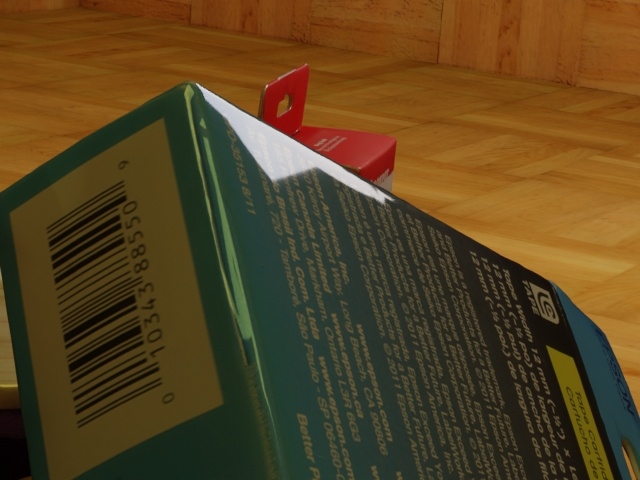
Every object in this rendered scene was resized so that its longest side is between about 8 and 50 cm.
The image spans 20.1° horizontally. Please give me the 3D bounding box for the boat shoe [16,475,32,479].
[{"bbox_3d":[-0.120,0.154,0.832,0.342,0.123,0.123,5,14,-1],"label":"boat shoe"}]

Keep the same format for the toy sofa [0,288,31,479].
[{"bbox_3d":[-0.031,0.114,0.973,0.362,0.150,0.177,2,19,-12],"label":"toy sofa"}]

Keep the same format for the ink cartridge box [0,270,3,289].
[{"bbox_3d":[-0.192,0.052,1.269,0.237,0.100,0.172,14,17,30],"label":"ink cartridge box"}]

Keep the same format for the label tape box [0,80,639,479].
[{"bbox_3d":[0.036,0.115,0.734,0.115,0.249,0.347,-28,-31,24],"label":"label tape box"}]

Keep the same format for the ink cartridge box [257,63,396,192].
[{"bbox_3d":[0.000,0.000,1.270,0.078,0.231,0.134,7,14,11],"label":"ink cartridge box"}]
